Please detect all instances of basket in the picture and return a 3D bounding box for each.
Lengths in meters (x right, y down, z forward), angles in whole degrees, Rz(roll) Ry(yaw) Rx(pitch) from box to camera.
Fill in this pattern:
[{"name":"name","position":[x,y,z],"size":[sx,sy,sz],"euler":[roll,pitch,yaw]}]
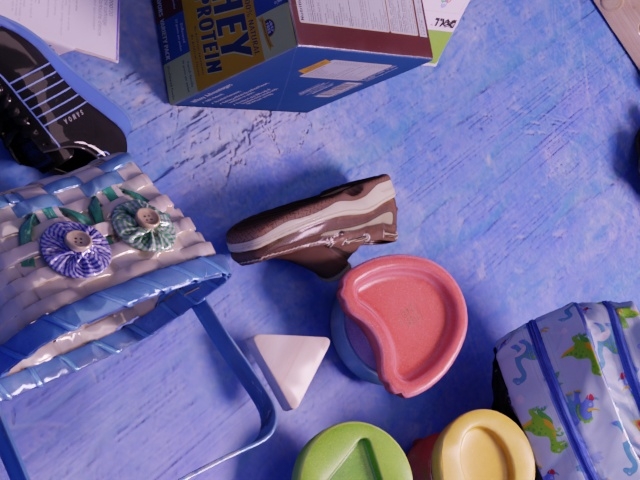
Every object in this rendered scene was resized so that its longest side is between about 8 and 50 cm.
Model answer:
[{"name":"basket","position":[-0.190,0.087,1.063],"size":[0.255,0.201,0.289],"euler":[-26,87,-47]}]

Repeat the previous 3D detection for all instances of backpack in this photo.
[{"name":"backpack","position":[0.332,0.244,1.490],"size":[0.355,0.273,0.290],"euler":[50,18,-9]}]

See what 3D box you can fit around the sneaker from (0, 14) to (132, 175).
[{"name":"sneaker","position":[-0.266,-0.122,1.138],"size":[0.232,0.081,0.090],"euler":[34,49,-34]}]

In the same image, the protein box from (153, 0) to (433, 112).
[{"name":"protein box","position":[-0.030,-0.227,1.317],"size":[0.201,0.200,0.136],"euler":[-2,79,-45]}]

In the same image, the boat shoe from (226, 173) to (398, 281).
[{"name":"boat shoe","position":[0.006,-0.001,1.365],"size":[0.257,0.095,0.095],"euler":[-21,99,-46]}]

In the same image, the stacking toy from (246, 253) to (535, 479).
[{"name":"stacking toy","position":[0.054,0.187,1.371],"size":[0.279,0.130,0.309],"euler":[-17,84,-28]}]

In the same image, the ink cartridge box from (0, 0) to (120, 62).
[{"name":"ink cartridge box","position":[-0.284,-0.282,1.195],"size":[0.208,0.045,0.206],"euler":[15,68,-40]}]

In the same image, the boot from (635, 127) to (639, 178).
[{"name":"boot","position":[0.559,-0.027,1.876],"size":[0.223,0.118,0.338],"euler":[38,27,-29]}]

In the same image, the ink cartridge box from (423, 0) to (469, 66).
[{"name":"ink cartridge box","position":[0.111,-0.348,1.537],"size":[0.189,0.255,0.097],"euler":[-4,40,-46]}]

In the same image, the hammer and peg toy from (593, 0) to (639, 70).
[{"name":"hammer and peg toy","position":[0.608,-0.329,1.939],"size":[0.361,0.266,0.127],"euler":[49,31,-22]}]
